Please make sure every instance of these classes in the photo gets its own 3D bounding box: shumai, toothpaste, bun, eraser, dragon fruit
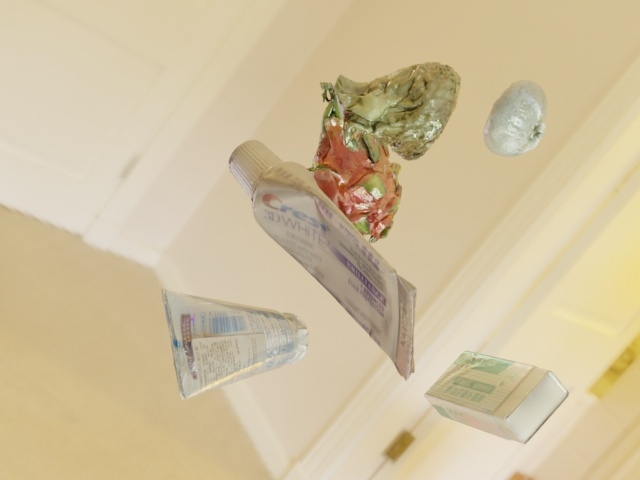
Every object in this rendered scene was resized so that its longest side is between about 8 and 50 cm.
[{"bbox_3d":[0.049,-0.100,0.817,0.080,0.082,0.083,28,35,-8],"label":"shumai"},{"bbox_3d":[-0.097,0.112,1.289,0.299,0.073,0.114,9,70,-68],"label":"toothpaste"},{"bbox_3d":[0.345,-0.205,1.997,0.083,0.141,0.141,34,10,30],"label":"bun"},{"bbox_3d":[0.232,0.206,1.560,0.052,0.095,0.225,50,-16,-16],"label":"eraser"},{"bbox_3d":[0.036,-0.100,1.566,0.137,0.135,0.236,-78,156,-55],"label":"dragon fruit"},{"bbox_3d":[0.001,0.001,1.033,0.282,0.068,0.099,49,2,39],"label":"toothpaste"}]
